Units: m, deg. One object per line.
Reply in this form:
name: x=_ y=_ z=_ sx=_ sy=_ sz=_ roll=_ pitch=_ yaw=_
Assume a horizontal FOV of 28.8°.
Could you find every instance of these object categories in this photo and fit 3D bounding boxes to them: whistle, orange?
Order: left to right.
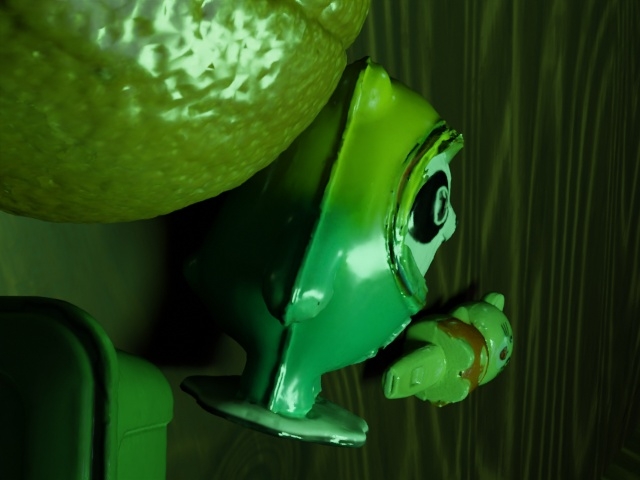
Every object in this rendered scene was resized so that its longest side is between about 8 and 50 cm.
orange: x=-0.141 y=-0.169 z=0.661 sx=0.357 sy=0.322 sz=0.322 roll=16 pitch=100 yaw=-55
whistle: x=0.171 y=0.151 z=1.638 sx=0.288 sy=0.106 sz=0.131 roll=-17 pitch=121 yaw=-53

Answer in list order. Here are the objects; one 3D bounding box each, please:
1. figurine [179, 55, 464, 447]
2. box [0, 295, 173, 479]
figurine: x=0.000 y=0.000 z=1.142 sx=0.323 sy=0.231 sz=0.340 roll=8 pitch=98 yaw=-86
box: x=-0.247 y=0.160 z=0.721 sx=0.178 sy=0.329 sz=0.252 roll=25 pitch=66 yaw=-75
